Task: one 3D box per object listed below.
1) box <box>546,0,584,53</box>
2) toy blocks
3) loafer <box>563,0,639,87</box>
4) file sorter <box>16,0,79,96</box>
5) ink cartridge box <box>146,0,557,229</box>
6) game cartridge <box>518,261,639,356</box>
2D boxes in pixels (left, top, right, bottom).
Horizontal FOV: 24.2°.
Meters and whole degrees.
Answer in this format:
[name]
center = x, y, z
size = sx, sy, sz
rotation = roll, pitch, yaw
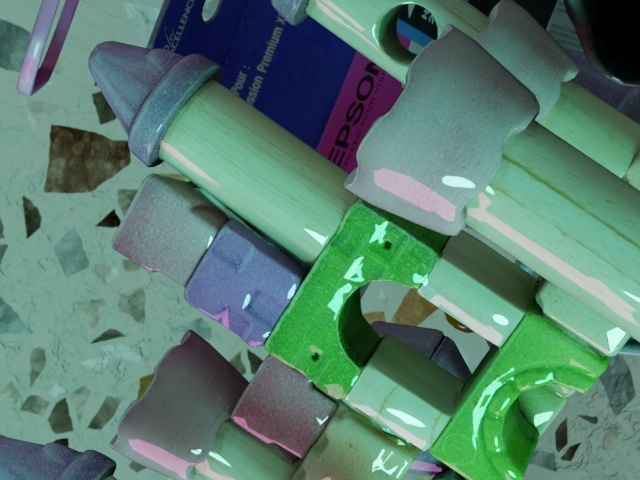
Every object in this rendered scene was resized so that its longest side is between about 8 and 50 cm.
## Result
[box]
center = 0.215, -0.086, 0.821
size = 0.114, 0.103, 0.203
rotation = 24, -175, 35
[toy blocks]
center = 0.000, 0.000, 0.655
size = 0.260, 0.289, 0.309
rotation = 34, -156, 6
[loafer]
center = 0.110, -0.100, 0.426
size = 0.109, 0.095, 0.302
rotation = 21, -176, 11
[file sorter]
center = -0.221, -0.194, 0.629
size = 0.290, 0.182, 0.202
rotation = 20, -176, -10
[ink cartridge box]
center = 0.046, -0.111, 0.831
size = 0.069, 0.176, 0.371
rotation = 25, -175, 30
[game cartridge]
center = 0.281, -0.010, 0.918
size = 0.297, 0.062, 0.198
rotation = 4, -138, 20
